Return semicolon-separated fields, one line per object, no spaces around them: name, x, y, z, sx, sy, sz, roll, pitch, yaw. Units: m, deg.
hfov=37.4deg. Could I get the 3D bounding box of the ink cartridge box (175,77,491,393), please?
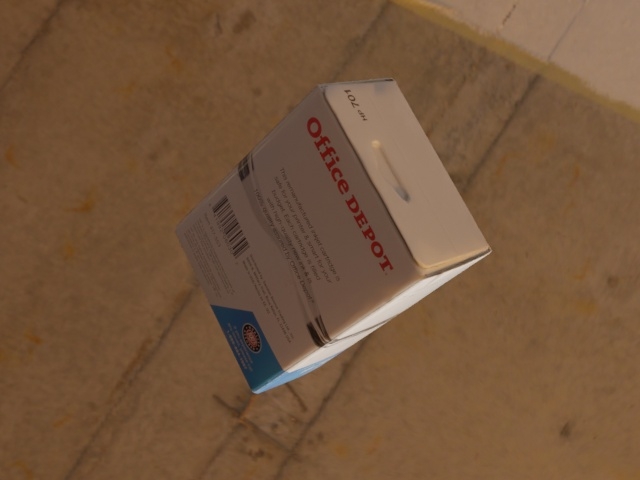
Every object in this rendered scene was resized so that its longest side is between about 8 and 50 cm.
ink cartridge box;0.000;0.000;0.647;0.190;0.082;0.140;-38;-106;41
